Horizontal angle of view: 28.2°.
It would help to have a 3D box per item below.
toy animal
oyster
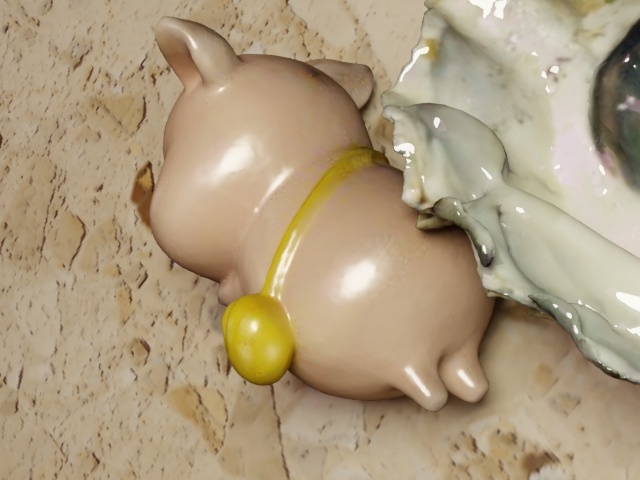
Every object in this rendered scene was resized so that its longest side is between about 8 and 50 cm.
[{"bbox_3d":[-0.001,-0.001,0.706,0.149,0.165,0.248,-43,66,16],"label":"toy animal"},{"bbox_3d":[0.172,-0.032,0.625,0.238,0.115,0.351,-39,66,-11],"label":"oyster"}]
